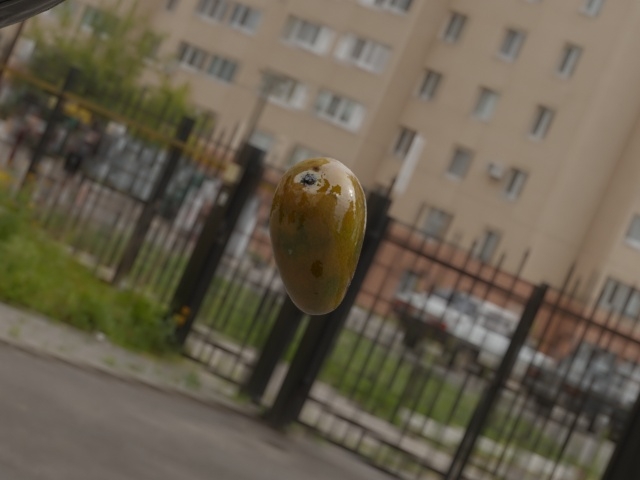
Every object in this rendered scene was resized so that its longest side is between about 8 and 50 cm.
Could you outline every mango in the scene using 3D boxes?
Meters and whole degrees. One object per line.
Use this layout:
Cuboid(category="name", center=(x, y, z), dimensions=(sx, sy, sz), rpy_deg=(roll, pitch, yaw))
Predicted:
Cuboid(category="mango", center=(-0.002, -0.001, 1.628), dimensions=(0.089, 0.163, 0.111), rpy_deg=(10, 15, 24))

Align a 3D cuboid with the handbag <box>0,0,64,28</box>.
Cuboid(category="handbag", center=(-0.321, -0.267, 1.128), dimensions=(0.275, 0.302, 0.178), rpy_deg=(-24, 9, -19))
